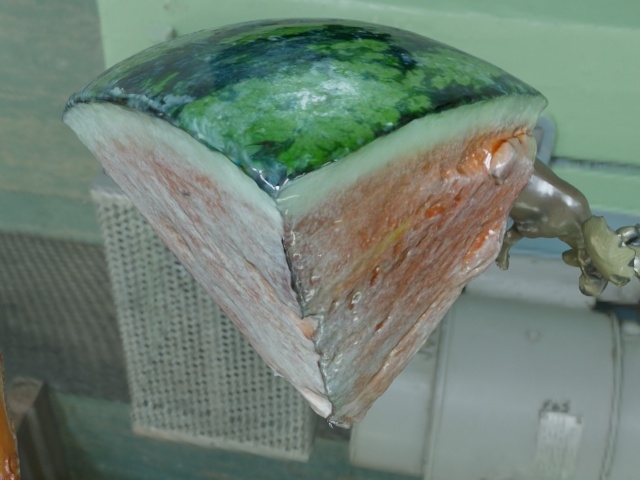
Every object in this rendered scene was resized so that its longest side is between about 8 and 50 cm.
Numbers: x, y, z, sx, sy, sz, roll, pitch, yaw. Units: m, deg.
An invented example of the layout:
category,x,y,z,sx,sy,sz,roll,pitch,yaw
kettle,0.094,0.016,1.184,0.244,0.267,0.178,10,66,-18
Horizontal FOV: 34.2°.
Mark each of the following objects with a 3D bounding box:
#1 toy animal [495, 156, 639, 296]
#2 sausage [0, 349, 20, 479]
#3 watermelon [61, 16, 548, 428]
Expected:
category,x,y,z,sx,sy,sz,roll,pitch,yaw
toy animal,0.198,-0.020,0.885,0.214,0.093,0.186,39,157,-10
sausage,-0.266,0.140,0.760,0.089,0.179,0.089,-8,162,-3
watermelon,-0.014,-0.040,0.709,0.283,0.250,0.292,-12,141,-33
